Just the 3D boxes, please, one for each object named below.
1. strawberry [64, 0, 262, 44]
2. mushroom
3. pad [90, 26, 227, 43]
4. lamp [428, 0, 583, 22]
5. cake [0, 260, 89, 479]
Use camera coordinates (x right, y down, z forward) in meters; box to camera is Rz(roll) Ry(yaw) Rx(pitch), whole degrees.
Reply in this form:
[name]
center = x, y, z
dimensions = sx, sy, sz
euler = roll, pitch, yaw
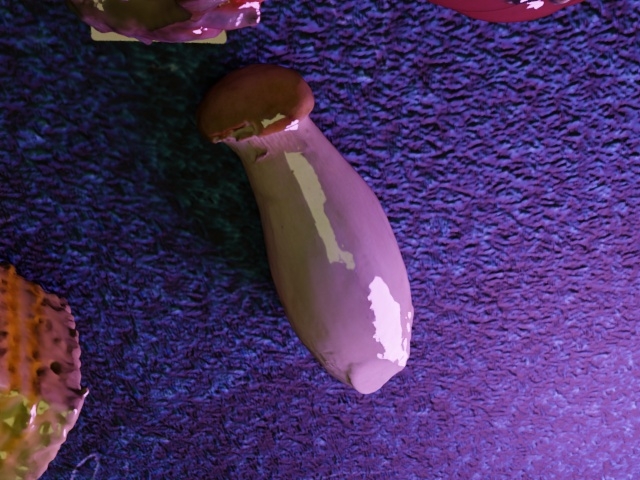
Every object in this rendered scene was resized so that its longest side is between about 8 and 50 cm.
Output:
[strawberry]
center = -0.100, -0.301, 0.518
dimensions = 0.149, 0.265, 0.336
euler = -24, 110, -52
[mushroom]
center = 0.000, 0.000, 0.741
dimensions = 0.128, 0.128, 0.350
euler = -27, 119, -1
[pad]
center = -0.128, -0.249, 0.632
dimensions = 0.113, 0.006, 0.188
euler = -2, 118, -13
[lamp]
center = 0.153, -0.295, 0.537
dimensions = 0.303, 0.257, 0.303
euler = -26, 152, -15
[cake]
center = -0.366, 0.103, 0.626
dimensions = 0.286, 0.227, 0.222
euler = 33, 100, -31
